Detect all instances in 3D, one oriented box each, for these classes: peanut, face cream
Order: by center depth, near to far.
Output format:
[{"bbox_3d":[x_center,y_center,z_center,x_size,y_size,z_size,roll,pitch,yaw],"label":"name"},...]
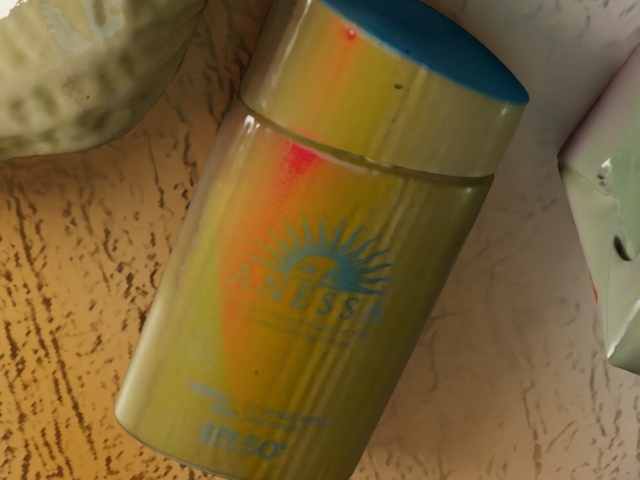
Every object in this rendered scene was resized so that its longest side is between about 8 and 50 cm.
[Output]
[{"bbox_3d":[-0.156,-0.082,0.879,0.274,0.111,0.125,-27,135,19],"label":"peanut"},{"bbox_3d":[0.000,0.000,0.954,0.139,0.067,0.285,15,121,-14],"label":"face cream"}]

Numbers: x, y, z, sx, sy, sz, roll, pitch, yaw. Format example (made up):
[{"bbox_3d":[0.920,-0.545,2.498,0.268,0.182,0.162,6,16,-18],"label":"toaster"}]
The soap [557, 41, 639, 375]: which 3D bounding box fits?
[{"bbox_3d":[0.234,-0.006,0.889,0.199,0.182,0.138,23,121,-16],"label":"soap"}]
